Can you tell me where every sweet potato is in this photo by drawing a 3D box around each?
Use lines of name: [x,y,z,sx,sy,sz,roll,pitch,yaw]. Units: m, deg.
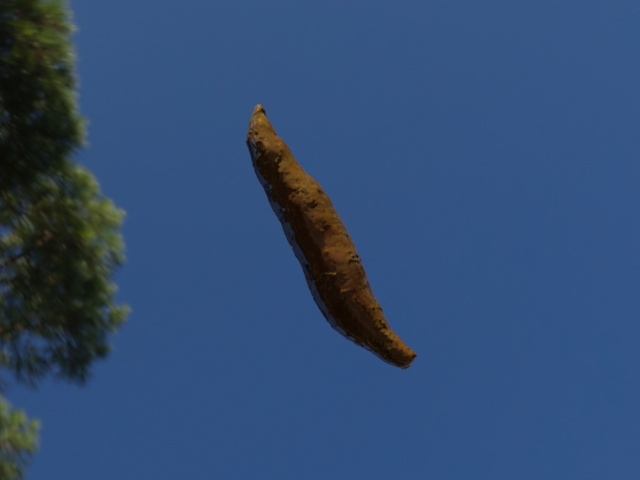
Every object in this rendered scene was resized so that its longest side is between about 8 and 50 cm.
sweet potato: [0.000,0.000,1.400,0.066,0.072,0.314,-27,-105,1]
